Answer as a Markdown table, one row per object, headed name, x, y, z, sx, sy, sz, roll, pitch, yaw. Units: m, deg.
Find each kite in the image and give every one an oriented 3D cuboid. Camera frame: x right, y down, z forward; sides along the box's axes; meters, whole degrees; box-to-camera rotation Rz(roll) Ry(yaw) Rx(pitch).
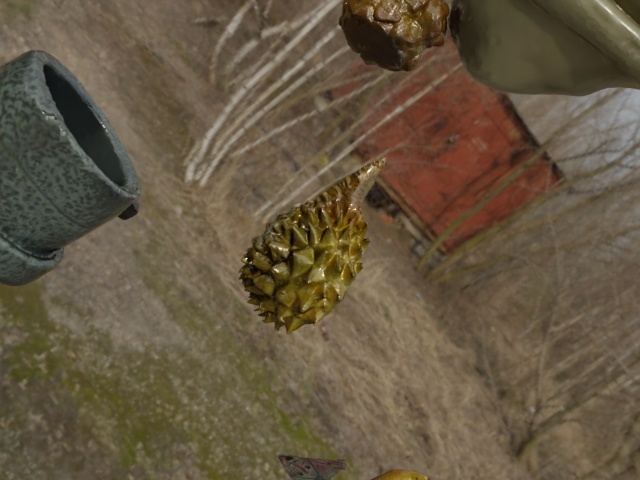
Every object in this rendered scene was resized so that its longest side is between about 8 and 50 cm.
| name | x | y | z | sx | sy | sz | roll | pitch | yaw |
| --- | --- | --- | --- | --- | --- | --- | --- | --- | --- |
| kite | 0.011 | 0.312 | 0.980 | 0.152 | 0.137 | 0.005 | 27 | 48 | -1 |

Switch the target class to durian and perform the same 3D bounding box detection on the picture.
| name | x | y | z | sx | sy | sz | roll | pitch | yaw |
| --- | --- | --- | --- | --- | --- | --- | --- | --- | --- |
| durian | -0.011 | -0.007 | 0.807 | 0.078 | 0.224 | 0.140 | 30 | 6 | -37 |

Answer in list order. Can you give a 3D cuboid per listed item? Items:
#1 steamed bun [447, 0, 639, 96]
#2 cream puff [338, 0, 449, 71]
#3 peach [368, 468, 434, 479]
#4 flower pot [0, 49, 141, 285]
| name | x | y | z | sx | sy | sz | roll | pitch | yaw |
| --- | --- | --- | --- | --- | --- | --- | --- | --- | --- |
| steamed bun | 0.302 | -0.308 | 0.762 | 0.324 | 0.310 | 0.219 | 15 | -31 | 24 |
| cream puff | 0.081 | -0.242 | 0.827 | 0.116 | 0.094 | 0.122 | 42 | -14 | -31 |
| peach | 0.135 | 0.533 | 1.281 | 0.248 | 0.245 | 0.275 | 4 | 34 | -26 |
| flower pot | -0.427 | -0.088 | 1.052 | 0.299 | 0.283 | 0.299 | 57 | 3 | -4 |
